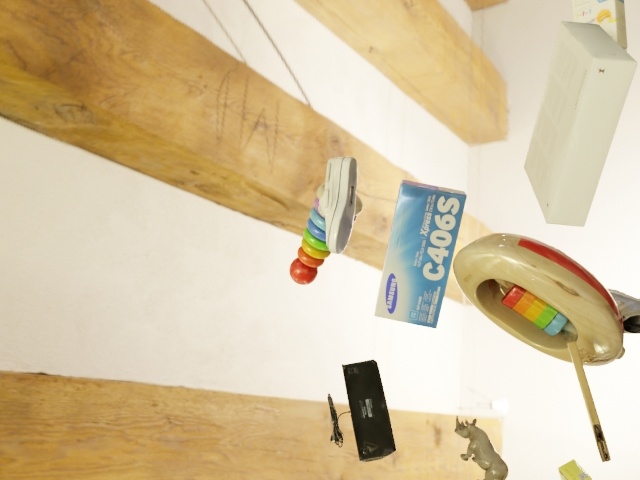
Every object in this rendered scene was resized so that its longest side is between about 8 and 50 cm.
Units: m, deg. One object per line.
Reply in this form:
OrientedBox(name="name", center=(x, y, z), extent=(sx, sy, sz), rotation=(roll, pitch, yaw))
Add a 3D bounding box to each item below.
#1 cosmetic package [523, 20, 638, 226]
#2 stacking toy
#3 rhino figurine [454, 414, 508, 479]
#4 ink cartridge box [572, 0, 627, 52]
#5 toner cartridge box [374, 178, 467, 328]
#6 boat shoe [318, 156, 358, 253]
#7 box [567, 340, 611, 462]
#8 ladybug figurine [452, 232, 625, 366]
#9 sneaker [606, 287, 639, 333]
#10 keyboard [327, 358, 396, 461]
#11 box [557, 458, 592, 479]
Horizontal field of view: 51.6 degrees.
OrientedBox(name="cosmetic package", center=(0.565, -0.264, 1.484), extent=(0.284, 0.097, 0.377), rotation=(-78, -7, -57))
OrientedBox(name="stacking toy", center=(0.000, 0.000, 1.956), extent=(0.141, 0.141, 0.330), rotation=(-19, -39, -53))
OrientedBox(name="rhino figurine", center=(0.467, 0.615, 1.948), extent=(0.073, 0.106, 0.243), rotation=(5, -142, -34))
OrientedBox(name="ink cartridge box", center=(0.676, -0.508, 1.602), extent=(0.061, 0.104, 0.182), rotation=(0, -94, -44))
OrientedBox(name="toner cartridge box", center=(0.247, 0.035, 1.660), extent=(0.075, 0.165, 0.348), rotation=(-56, -24, -76))
OrientedBox(name="boat shoe", center=(0.038, -0.091, 1.705), extent=(0.095, 0.084, 0.258), rotation=(41, -124, -60))
OrientedBox(name="box", center=(0.568, 0.339, 1.400), extent=(0.201, 0.021, 0.164), rotation=(-87, -27, -45))
OrientedBox(name="ladybug figurine", center=(0.538, 0.131, 1.599), extent=(0.449, 0.305, 0.162), rotation=(36, -119, 6))
OrientedBox(name="sneaker", center=(0.862, 0.211, 1.909), extent=(0.115, 0.281, 0.105), rotation=(-33, -67, -39))
OrientedBox(name="keyboard", center=(0.116, 0.547, 2.120), extent=(0.033, 0.201, 0.317), rotation=(86, 174, -61))
OrientedBox(name="box", center=(0.724, 0.720, 1.833), extent=(0.058, 0.087, 0.232), rotation=(-26, -63, -6))
